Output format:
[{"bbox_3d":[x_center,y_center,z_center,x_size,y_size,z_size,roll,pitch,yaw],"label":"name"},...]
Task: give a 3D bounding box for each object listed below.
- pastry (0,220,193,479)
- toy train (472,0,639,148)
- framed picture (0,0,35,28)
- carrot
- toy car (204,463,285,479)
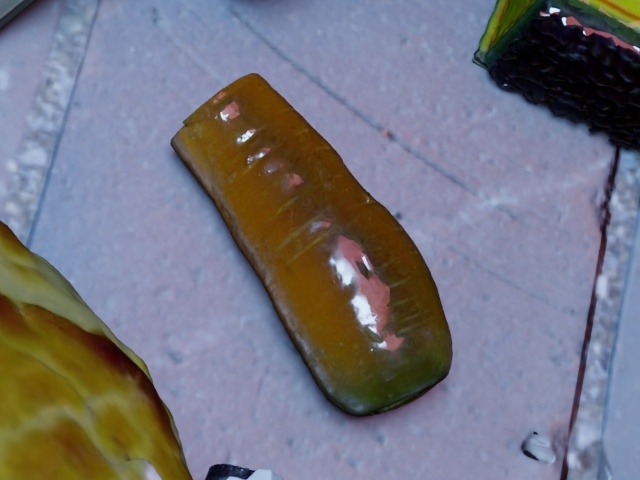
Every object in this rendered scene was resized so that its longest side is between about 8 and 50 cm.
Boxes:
[{"bbox_3d":[-0.217,0.153,0.724,0.388,0.312,0.388,11,69,-32],"label":"pastry"},{"bbox_3d":[0.219,-0.140,1.060,0.261,0.134,0.177,26,68,-7],"label":"toy train"},{"bbox_3d":[-0.184,-0.285,0.961,0.315,0.232,0.024,61,27,9],"label":"framed picture"},{"bbox_3d":[0.000,0.000,0.981,0.087,0.087,0.193,-26,80,-22],"label":"carrot"},{"bbox_3d":[-0.012,0.165,0.890,0.070,0.171,0.080,3,65,31],"label":"toy car"}]
